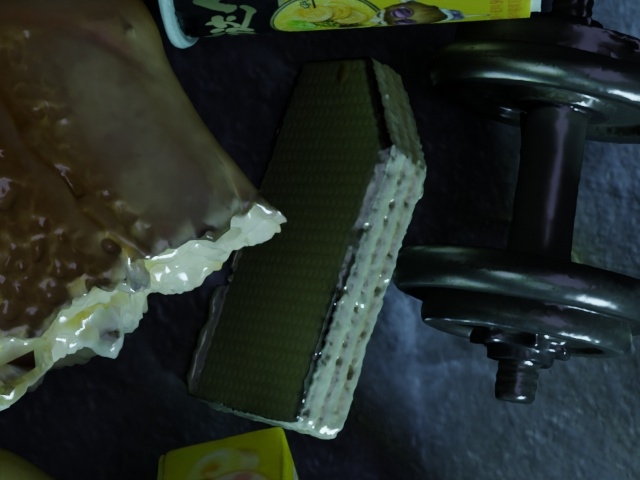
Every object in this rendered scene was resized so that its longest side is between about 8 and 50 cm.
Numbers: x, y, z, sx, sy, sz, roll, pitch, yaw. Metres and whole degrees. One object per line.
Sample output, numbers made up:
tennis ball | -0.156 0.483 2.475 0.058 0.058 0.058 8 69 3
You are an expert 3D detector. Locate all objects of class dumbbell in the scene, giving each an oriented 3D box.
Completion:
dumbbell | 0.154 -0.032 1.336 0.192 0.192 0.290 13 83 -25

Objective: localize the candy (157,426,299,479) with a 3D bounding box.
candy | -0.028 0.269 1.226 0.088 0.146 0.276 -13 116 8

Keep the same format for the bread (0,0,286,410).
bread | -0.216 -0.021 1.151 0.316 0.211 0.270 -32 80 -28

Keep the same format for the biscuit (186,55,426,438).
biscuit | 0.000 0.000 1.285 0.052 0.150 0.252 24 79 -31

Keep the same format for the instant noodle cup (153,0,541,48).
instant noodle cup | 0.024 -0.219 1.217 0.236 0.215 0.215 3 89 5

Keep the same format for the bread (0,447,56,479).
bread | -0.236 0.283 1.164 0.333 0.160 0.333 1 87 -25
